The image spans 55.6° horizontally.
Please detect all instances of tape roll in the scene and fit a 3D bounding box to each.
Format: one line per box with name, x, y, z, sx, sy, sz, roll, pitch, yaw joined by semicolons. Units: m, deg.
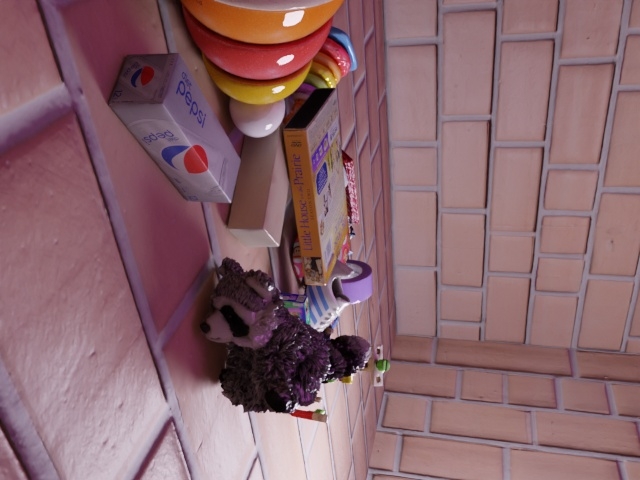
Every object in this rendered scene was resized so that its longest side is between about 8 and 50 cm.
tape roll;0.080;0.136;2.032;0.189;0.189;0.080;-57;147;-63

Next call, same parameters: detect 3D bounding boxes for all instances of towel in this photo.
towel;0.063;-0.205;2.031;0.199;0.031;0.275;52;-20;45

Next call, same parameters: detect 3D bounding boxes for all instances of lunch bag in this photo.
lunch bag;0.000;0.000;1.864;0.258;0.120;0.293;72;26;-43

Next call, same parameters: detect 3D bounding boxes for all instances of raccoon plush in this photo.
raccoon plush;-0.070;0.168;1.317;0.446;0.216;0.299;-16;108;-56

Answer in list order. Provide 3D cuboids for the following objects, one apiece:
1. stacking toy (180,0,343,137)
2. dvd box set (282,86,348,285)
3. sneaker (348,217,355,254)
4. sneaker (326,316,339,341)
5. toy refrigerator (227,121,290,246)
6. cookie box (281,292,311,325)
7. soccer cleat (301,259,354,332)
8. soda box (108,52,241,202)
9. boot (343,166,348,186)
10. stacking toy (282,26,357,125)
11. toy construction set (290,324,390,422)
stacking toy;-0.121;-0.378;1.123;0.480;0.350;0.351;105;-2;-57
dvd box set;0.000;-0.142;1.554;0.308;0.062;0.420;-65;153;-55
sneaker;0.090;-0.059;2.246;0.085;0.086;0.237;15;77;-74
sneaker;0.007;0.268;1.994;0.087;0.083;0.221;68;26;-47
toy refrigerator;-0.132;-0.128;1.364;0.102;0.094;0.270;54;38;-62
cookie box;-0.076;0.197;1.632;0.040;0.091;0.107;-60;149;-55
soccer cleat;0.000;0.201;1.708;0.116;0.143;0.331;-46;153;-65
soda box;-0.224;-0.171;0.994;0.286;0.091;0.098;65;31;-60
boot;0.033;-0.254;1.865;0.258;0.095;0.123;76;13;-68
stacking toy;-0.028;-0.418;1.649;0.166;0.175;0.302;59;48;-61
toy construction set;0.063;0.403;1.814;0.257;0.237;0.309;46;55;-37
